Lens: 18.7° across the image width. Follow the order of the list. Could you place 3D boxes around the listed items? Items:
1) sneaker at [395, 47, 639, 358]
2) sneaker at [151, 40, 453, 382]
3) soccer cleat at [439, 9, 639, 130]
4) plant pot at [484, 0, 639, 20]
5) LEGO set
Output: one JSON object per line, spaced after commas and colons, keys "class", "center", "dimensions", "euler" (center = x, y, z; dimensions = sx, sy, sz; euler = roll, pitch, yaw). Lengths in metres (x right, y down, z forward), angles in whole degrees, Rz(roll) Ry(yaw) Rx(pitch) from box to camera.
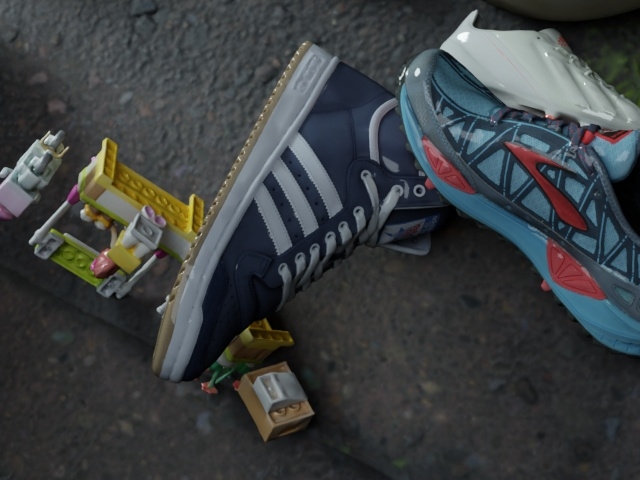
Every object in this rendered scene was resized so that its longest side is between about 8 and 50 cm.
{"class": "sneaker", "center": [0.169, -0.050, 1.309], "dimensions": [0.262, 0.104, 0.125], "euler": [43, 127, 1]}
{"class": "sneaker", "center": [0.000, 0.000, 1.349], "dimensions": [0.153, 0.099, 0.282], "euler": [27, 61, 0]}
{"class": "soccer cleat", "center": [0.172, -0.110, 1.383], "dimensions": [0.196, 0.068, 0.076], "euler": [22, 78, 25]}
{"class": "plant pot", "center": [0.133, -0.342, 1.305], "dimensions": [0.323, 0.280, 0.323], "euler": [-9, 72, 31]}
{"class": "LEGO set", "center": [-0.124, 0.043, 1.434], "dimensions": [0.287, 0.132, 0.107], "euler": [45, 117, -4]}
